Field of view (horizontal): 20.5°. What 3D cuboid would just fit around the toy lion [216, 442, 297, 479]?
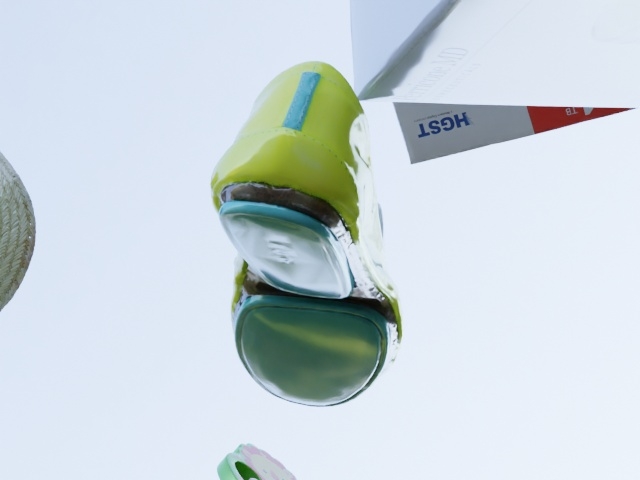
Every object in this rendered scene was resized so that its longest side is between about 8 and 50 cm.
[{"bbox_3d":[-0.047,0.197,1.430,0.034,0.096,0.100,-49,-46,12],"label":"toy lion"}]

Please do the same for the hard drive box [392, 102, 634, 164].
[{"bbox_3d":[0.119,-0.188,1.168,0.181,0.089,0.232,-14,-80,23],"label":"hard drive box"}]

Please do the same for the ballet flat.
[{"bbox_3d":[0.000,0.000,0.733,0.077,0.077,0.231,9,-23,8],"label":"ballet flat"}]

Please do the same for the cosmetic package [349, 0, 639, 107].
[{"bbox_3d":[0.140,-0.134,0.609,0.224,0.138,0.224,2,-11,-12],"label":"cosmetic package"}]

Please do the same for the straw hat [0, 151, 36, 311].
[{"bbox_3d":[-0.204,-0.022,0.829,0.144,0.144,0.061,6,-31,-5],"label":"straw hat"}]
